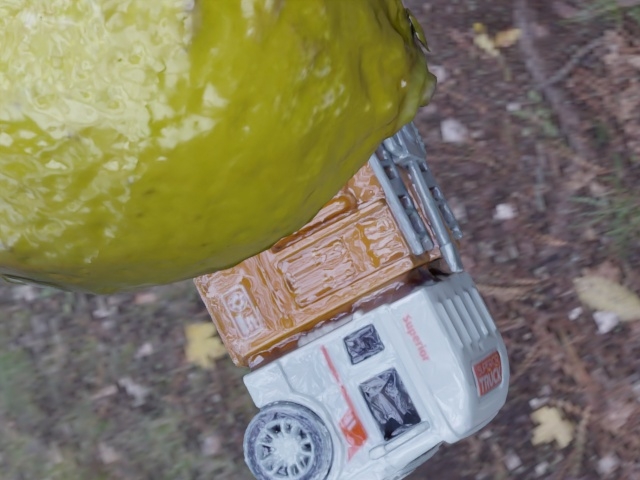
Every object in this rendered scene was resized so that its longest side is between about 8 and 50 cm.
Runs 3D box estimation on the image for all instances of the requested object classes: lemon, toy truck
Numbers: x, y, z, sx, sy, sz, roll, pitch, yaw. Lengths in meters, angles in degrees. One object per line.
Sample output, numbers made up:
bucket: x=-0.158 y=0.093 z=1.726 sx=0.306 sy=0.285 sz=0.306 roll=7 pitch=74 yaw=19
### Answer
lemon: x=-0.101 y=-0.100 z=0.806 sx=0.310 sy=0.253 sz=0.253 roll=12 pitch=103 yaw=3
toy truck: x=0.000 y=0.000 z=1.378 sx=0.207 sy=0.173 sz=0.387 roll=-28 pitch=86 yaw=21
